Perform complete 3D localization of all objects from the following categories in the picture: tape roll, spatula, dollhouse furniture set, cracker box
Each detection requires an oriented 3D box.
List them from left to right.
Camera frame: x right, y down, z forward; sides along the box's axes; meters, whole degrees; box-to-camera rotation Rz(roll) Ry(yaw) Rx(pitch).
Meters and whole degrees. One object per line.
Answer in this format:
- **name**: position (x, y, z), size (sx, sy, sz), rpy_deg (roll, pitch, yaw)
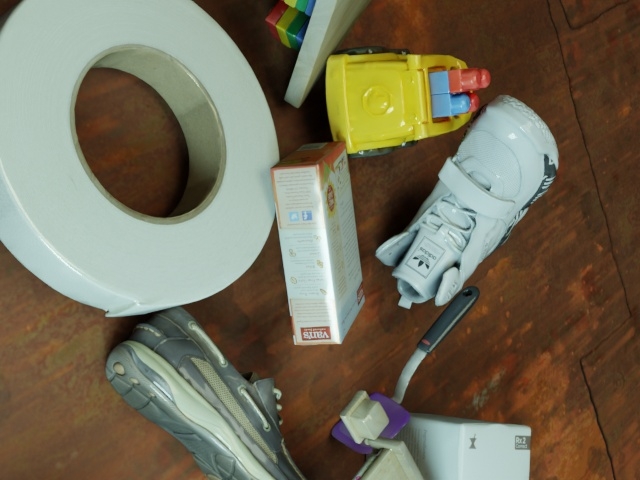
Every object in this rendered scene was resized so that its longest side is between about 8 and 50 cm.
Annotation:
- **tape roll**: position (-0.209, -0.111, 1.059), size (0.392, 0.072, 0.392), rpy_deg (16, 67, -42)
- **dollhouse furniture set**: position (-0.006, 0.409, 1.153), size (0.303, 0.174, 0.355), rpy_deg (-44, 119, -34)
- **cracker box**: position (0.000, 0.000, 1.207), size (0.156, 0.067, 0.232), rpy_deg (-49, 134, -69)
- **spatula**: position (0.134, 0.178, 1.323), size (0.296, 0.084, 0.030), rpy_deg (-51, 136, -12)

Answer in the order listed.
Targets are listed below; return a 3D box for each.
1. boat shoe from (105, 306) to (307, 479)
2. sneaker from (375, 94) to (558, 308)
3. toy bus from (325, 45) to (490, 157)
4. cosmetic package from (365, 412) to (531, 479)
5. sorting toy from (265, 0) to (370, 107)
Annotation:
- **boat shoe**: position (-0.098, 0.216, 1.135), size (0.355, 0.132, 0.130), rpy_deg (52, 58, -27)
- **sneaker**: position (0.198, -0.033, 1.304), size (0.137, 0.366, 0.210), rpy_deg (39, 65, 14)
- **toy bus**: position (0.140, -0.202, 1.294), size (0.220, 0.211, 0.149), rpy_deg (-19, 104, -59)
- **cosmetic package**: position (0.178, 0.328, 1.329), size (0.151, 0.183, 0.151), rpy_deg (11, 80, -39)
- **sorting toy**: position (0.016, -0.347, 1.212), size (0.089, 0.255, 0.257), rpy_deg (30, 61, 1)
